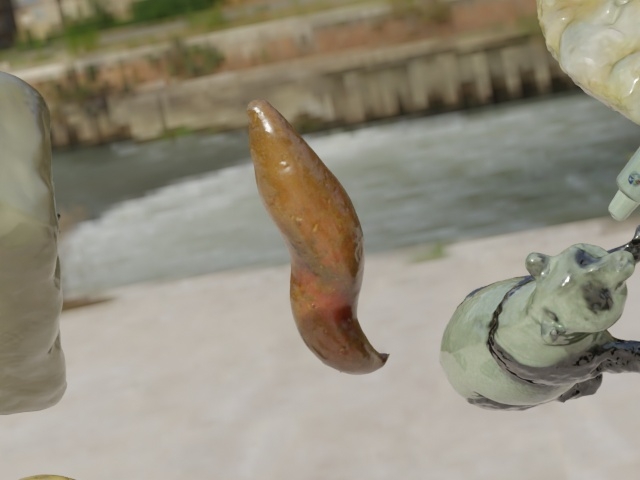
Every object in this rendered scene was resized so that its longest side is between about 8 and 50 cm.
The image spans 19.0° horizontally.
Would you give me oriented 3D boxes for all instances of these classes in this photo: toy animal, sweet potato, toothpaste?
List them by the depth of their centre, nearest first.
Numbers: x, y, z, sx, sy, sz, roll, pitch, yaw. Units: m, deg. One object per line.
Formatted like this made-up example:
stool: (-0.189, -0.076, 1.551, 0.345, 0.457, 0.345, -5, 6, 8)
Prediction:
toy animal: (0.147, 0.051, 1.183, 0.121, 0.093, 0.225, -9, -8, -16)
sweet potato: (-0.002, 0.001, 1.228, 0.055, 0.202, 0.058, -27, 22, -27)
toothpaste: (0.264, -0.090, 1.355, 0.048, 0.197, 0.029, 25, 30, -18)

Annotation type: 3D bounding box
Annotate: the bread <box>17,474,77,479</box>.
bread: (-0.216, 0.245, 1.522, 0.082, 0.115, 0.056, 3, -23, -24)

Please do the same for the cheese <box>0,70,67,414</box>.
cheese: (-0.258, 0.031, 0.957, 0.326, 0.115, 0.318, -27, -32, 22)

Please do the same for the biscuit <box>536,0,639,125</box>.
biscuit: (0.181, -0.139, 0.735, 0.188, 0.040, 0.265, 18, 60, 39)
